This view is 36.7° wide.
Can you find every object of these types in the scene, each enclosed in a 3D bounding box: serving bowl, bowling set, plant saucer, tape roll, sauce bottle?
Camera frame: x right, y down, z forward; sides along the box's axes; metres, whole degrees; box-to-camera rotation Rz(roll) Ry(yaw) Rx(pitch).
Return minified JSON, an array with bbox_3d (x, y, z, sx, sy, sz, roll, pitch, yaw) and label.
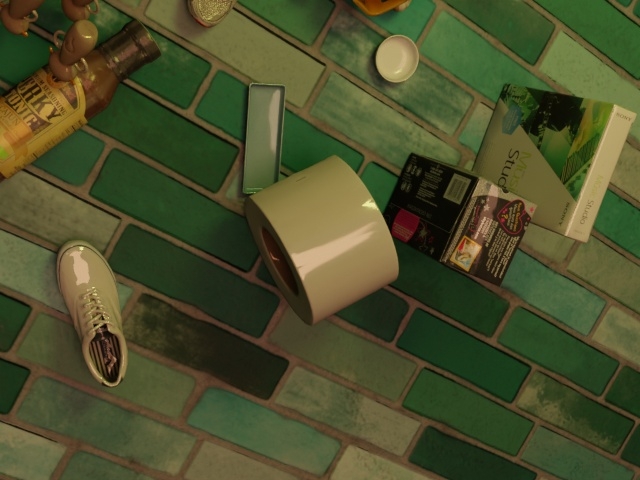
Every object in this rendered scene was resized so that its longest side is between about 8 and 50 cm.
[{"bbox_3d":[0.132,-0.325,1.722,0.083,0.027,0.083,-6,106,-21],"label":"serving bowl"},{"bbox_3d":[-0.389,-0.385,1.434,0.200,0.154,0.287,-39,93,-39],"label":"bowling set"},{"bbox_3d":[-0.100,-0.176,1.675,0.067,0.018,0.192,-1,105,-22],"label":"plant saucer"},{"bbox_3d":[0.000,0.000,1.638,0.169,0.246,0.246,-27,112,-13],"label":"tape roll"},{"bbox_3d":[-0.405,-0.219,1.491,0.344,0.111,0.111,-39,115,-9],"label":"sauce bottle"}]

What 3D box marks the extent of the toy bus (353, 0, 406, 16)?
[{"bbox_3d":[0.081,-0.478,1.613,0.202,0.191,0.104,-64,154,1],"label":"toy bus"}]

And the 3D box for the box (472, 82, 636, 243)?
[{"bbox_3d":[0.395,-0.146,1.714,0.058,0.322,0.232,16,97,-28],"label":"box"}]

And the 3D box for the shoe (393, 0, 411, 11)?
[{"bbox_3d":[0.185,-0.493,1.665,0.058,0.076,0.219,25,92,11],"label":"shoe"}]

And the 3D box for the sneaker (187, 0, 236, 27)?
[{"bbox_3d":[-0.140,-0.446,1.544,0.088,0.093,0.225,27,94,-26],"label":"sneaker"}]

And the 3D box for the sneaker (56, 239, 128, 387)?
[{"bbox_3d":[-0.368,0.123,1.606,0.094,0.091,0.258,-21,111,-16],"label":"sneaker"}]

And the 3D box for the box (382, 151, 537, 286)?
[{"bbox_3d":[0.241,-0.044,1.721,0.142,0.247,0.163,22,95,-27],"label":"box"}]
